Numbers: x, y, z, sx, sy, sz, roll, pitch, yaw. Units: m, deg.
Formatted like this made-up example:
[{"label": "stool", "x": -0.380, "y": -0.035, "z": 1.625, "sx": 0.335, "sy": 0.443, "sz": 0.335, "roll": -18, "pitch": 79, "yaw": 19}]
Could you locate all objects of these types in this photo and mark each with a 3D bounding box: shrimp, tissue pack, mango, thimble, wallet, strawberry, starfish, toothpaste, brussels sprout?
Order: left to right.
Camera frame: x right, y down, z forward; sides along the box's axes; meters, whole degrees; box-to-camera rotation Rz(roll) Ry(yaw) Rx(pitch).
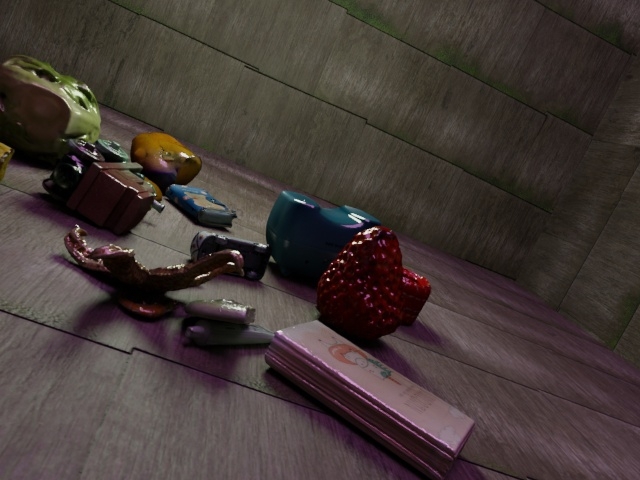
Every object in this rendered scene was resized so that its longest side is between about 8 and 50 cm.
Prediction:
[{"label": "brussels sprout", "x": -0.733, "y": -0.344, "z": 1.515, "sx": 0.328, "sy": 0.247, "sz": 0.328, "roll": 15, "pitch": 12, "yaw": -3}, {"label": "shrimp", "x": -0.281, "y": 0.100, "z": 0.940, "sx": 0.083, "sy": 0.023, "sz": 0.114, "roll": 23, "pitch": 8, "yaw": 17}, {"label": "starfish", "x": -0.286, "y": 0.042, "z": 0.978, "sx": 0.327, "sy": 0.094, "sz": 0.375, "roll": 10, "pitch": -6, "yaw": 1}, {"label": "mango", "x": -0.501, "y": -0.252, "z": 1.825, "sx": 0.201, "sy": 0.152, "sz": 0.287, "roll": 21, "pitch": 11, "yaw": -37}, {"label": "wallet", "x": -0.346, "y": -0.099, "z": 1.683, "sx": 0.141, "sy": 0.059, "sz": 0.202, "roll": 5, "pitch": 20, "yaw": -44}, {"label": "toothpaste", "x": -0.140, "y": 0.154, "z": 0.957, "sx": 0.064, "sy": 0.041, "sz": 0.218, "roll": 20, "pitch": 2, "yaw": 34}, {"label": "tissue pack", "x": 0.000, "y": 0.000, "z": 1.529, "sx": 0.288, "sy": 0.206, "sz": 0.198, "roll": 14, "pitch": 13, "yaw": -26}, {"label": "strawberry", "x": 0.101, "y": 0.087, "z": 1.260, "sx": 0.205, "sy": 0.244, "sz": 0.205, "roll": 20, "pitch": 12, "yaw": -5}, {"label": "tissue pack", "x": 0.080, "y": 0.241, "z": 0.923, "sx": 0.325, "sy": 0.071, "sz": 0.170, "roll": 29, "pitch": 9, "yaw": 23}, {"label": "thimble", "x": 0.200, "y": 0.139, "z": 1.564, "sx": 0.190, "sy": 0.125, "sz": 0.163, "roll": 18, "pitch": 15, "yaw": -33}]

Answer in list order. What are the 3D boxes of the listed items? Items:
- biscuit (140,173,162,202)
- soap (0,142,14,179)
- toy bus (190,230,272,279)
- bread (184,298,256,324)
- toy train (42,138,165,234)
[{"label": "biscuit", "x": -0.563, "y": -0.171, "z": 1.605, "sx": 0.262, "sy": 0.037, "sz": 0.262, "roll": 23, "pitch": 10, "yaw": -4}, {"label": "soap", "x": -0.728, "y": -0.183, "z": 1.158, "sx": 0.258, "sy": 0.080, "sz": 0.160, "roll": 29, "pitch": 12, "yaw": 19}, {"label": "toy bus", "x": -0.207, "y": 0.029, "z": 1.301, "sx": 0.194, "sy": 0.087, "sz": 0.089, "roll": 14, "pitch": 8, "yaw": -45}, {"label": "bread", "x": -0.168, "y": 0.114, "z": 0.960, "sx": 0.112, "sy": 0.036, "sz": 0.193, "roll": 8, "pitch": -8, "yaw": 0}, {"label": "toy train", "x": -0.478, "y": -0.125, "z": 1.320, "sx": 0.221, "sy": 0.150, "sz": 0.304, "roll": 35, "pitch": 8, "yaw": -4}]
